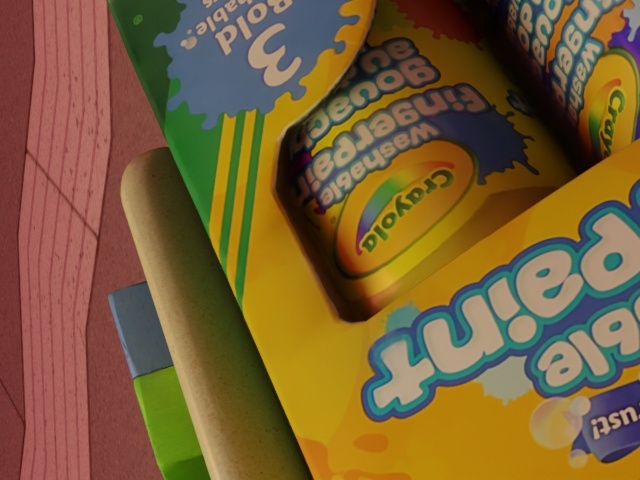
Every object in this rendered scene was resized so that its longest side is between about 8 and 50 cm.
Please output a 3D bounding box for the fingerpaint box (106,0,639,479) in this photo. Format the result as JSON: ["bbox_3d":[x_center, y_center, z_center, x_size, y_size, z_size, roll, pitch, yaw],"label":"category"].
[{"bbox_3d":[0.171,-0.074,0.635,0.163,0.445,0.371,48,-167,-51],"label":"fingerpaint box"}]

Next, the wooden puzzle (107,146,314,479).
[{"bbox_3d":[-0.025,0.166,0.768,0.348,0.081,0.322,73,176,-63],"label":"wooden puzzle"}]
